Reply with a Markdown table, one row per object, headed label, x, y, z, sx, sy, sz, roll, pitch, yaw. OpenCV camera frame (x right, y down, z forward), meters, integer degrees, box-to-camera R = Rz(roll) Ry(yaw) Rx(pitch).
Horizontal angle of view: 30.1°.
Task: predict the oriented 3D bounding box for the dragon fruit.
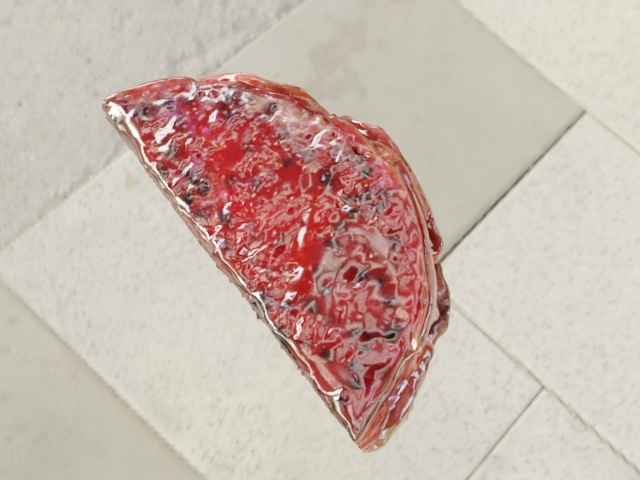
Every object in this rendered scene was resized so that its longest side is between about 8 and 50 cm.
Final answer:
| label | x | y | z | sx | sy | sz | roll | pitch | yaw |
| --- | --- | --- | --- | --- | --- | --- | --- | --- | --- |
| dragon fruit | 0.000 | 0.000 | 0.887 | 0.152 | 0.205 | 0.317 | -37 | 73 | -6 |
